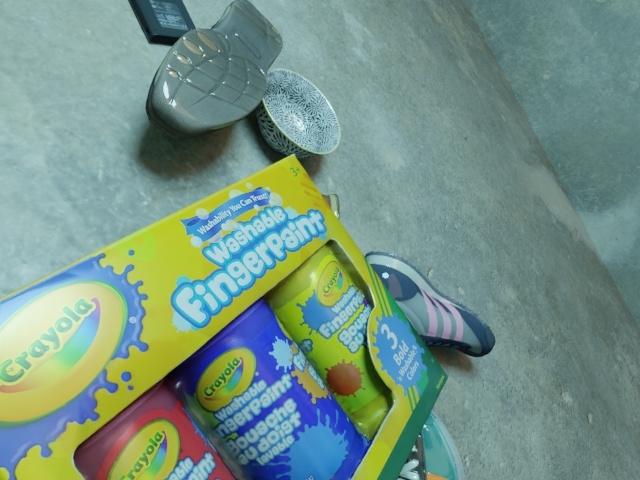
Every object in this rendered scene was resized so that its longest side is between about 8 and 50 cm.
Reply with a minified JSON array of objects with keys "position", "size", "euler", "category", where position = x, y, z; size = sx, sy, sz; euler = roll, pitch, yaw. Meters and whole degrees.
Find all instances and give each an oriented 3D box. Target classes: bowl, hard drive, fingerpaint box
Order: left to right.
[{"position":[-0.263,-0.383,0.776],"size":[0.094,0.022,0.135],"euler":[-19,80,-48],"category":"hard drive"},{"position":[-0.087,0.152,0.509],"size":[0.371,0.163,0.445],"euler":[55,41,-3],"category":"fingerpaint box"},{"position":[-0.054,-0.205,0.825],"size":[0.170,0.080,0.170],"euler":[24,51,-33],"category":"bowl"}]

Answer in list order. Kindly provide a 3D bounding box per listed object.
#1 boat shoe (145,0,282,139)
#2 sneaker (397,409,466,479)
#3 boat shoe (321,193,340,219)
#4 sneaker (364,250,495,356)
[{"position":[-0.159,-0.240,0.711],"size":[0.132,0.130,0.355],"euler":[44,37,-20],"category":"boat shoe"},{"position":[0.129,0.363,0.631],"size":[0.121,0.108,0.302],"euler":[8,62,-46],"category":"sneaker"},{"position":[0.000,-0.001,0.774],"size":[0.060,0.064,0.177],"euler":[4,57,-8],"category":"boat shoe"},{"position":[0.177,0.152,0.829],"size":[0.319,0.112,0.131],"euler":[34,63,-20],"category":"sneaker"}]
